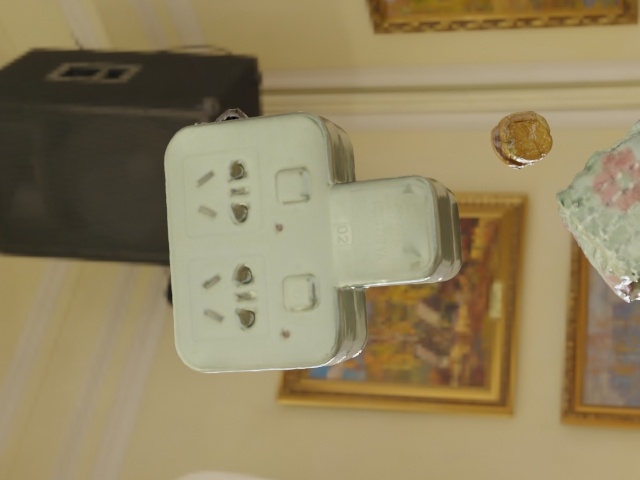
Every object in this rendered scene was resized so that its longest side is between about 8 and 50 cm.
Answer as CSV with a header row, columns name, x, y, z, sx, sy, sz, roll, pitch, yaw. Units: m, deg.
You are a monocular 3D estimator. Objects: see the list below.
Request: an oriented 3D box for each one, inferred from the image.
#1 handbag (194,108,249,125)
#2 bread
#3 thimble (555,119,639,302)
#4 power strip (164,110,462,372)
name,x,y,z,sx,sy,sz,roll,pitch,yaw
handbag,-0.062,-0.045,1.464,0.113,0.260,0.162,-34,-31,-16
bread,0.276,-0.138,1.633,0.083,0.081,0.046,-51,8,-10
thimble,0.380,-0.036,1.382,0.149,0.211,0.185,57,153,22
power strip,0.000,0.000,1.116,0.141,0.261,0.230,4,-98,-71
